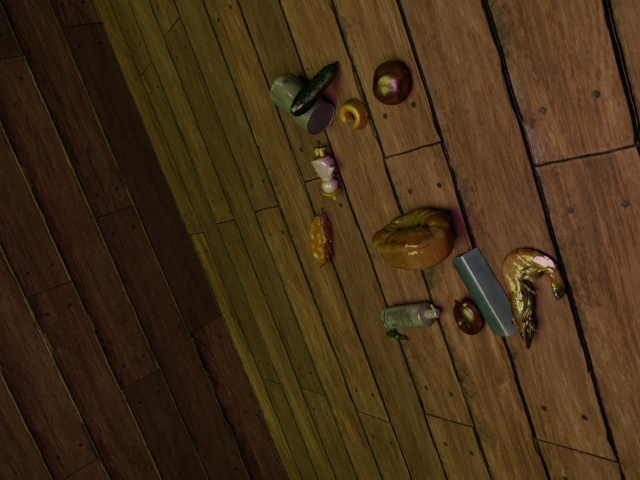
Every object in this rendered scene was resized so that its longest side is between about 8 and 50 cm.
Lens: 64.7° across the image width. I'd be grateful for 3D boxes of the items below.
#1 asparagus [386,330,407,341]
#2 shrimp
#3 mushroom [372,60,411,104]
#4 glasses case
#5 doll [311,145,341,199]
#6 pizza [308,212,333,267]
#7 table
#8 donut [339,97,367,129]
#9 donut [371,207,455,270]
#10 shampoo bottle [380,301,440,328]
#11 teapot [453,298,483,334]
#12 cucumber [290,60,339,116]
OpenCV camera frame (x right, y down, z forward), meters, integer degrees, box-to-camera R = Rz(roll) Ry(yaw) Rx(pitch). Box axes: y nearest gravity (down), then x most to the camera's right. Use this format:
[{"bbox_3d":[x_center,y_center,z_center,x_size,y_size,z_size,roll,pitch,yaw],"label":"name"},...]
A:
[{"bbox_3d":[0.298,0.371,1.948,0.108,0.021,0.025,10,123,51],"label":"asparagus"},{"bbox_3d":[0.587,0.162,1.374,0.169,0.058,0.296,-2,107,52],"label":"shrimp"},{"bbox_3d":[0.208,-0.457,1.471,0.127,0.087,0.127,17,131,20],"label":"mushroom"},{"bbox_3d":[0.486,0.160,1.508,0.266,0.056,0.105,61,146,6],"label":"glasses case"},{"bbox_3d":[0.022,-0.246,1.863,0.129,0.081,0.207,8,121,61],"label":"doll"},{"bbox_3d":[0.003,-0.001,2.077,0.127,0.058,0.246,17,123,50],"label":"pizza"},{"bbox_3d":[-0.067,-0.483,1.784,0.220,0.126,0.126,45,143,27],"label":"table"},{"bbox_3d":[0.106,-0.416,1.667,0.108,0.043,0.097,32,136,34],"label":"donut"},{"bbox_3d":[0.291,-0.005,1.535,0.128,0.208,0.261,60,163,-17],"label":"donut"},{"bbox_3d":[0.323,0.265,1.783,0.262,0.085,0.085,-20,95,57],"label":"shampoo bottle"},{"bbox_3d":[0.454,0.240,1.585,0.098,0.078,0.129,-3,109,55],"label":"teapot"},{"bbox_3d":[-0.017,-0.499,1.661,0.069,0.227,0.069,42,-178,-1],"label":"cucumber"}]
